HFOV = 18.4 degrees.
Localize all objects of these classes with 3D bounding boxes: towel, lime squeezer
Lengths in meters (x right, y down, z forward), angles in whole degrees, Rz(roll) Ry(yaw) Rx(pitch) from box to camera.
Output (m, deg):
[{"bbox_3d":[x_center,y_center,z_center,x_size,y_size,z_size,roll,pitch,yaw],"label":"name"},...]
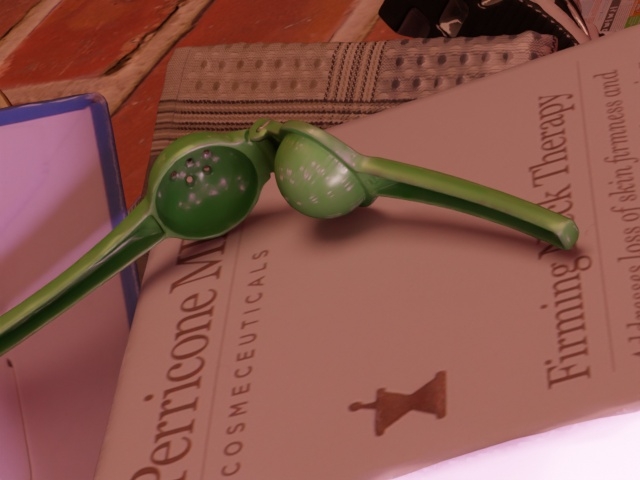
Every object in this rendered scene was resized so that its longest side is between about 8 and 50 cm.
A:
[{"bbox_3d":[0.000,0.000,1.410,0.324,0.056,0.312,2,73,31],"label":"towel"},{"bbox_3d":[-0.028,-0.016,0.929,0.310,0.059,0.110,-11,30,22],"label":"lime squeezer"}]

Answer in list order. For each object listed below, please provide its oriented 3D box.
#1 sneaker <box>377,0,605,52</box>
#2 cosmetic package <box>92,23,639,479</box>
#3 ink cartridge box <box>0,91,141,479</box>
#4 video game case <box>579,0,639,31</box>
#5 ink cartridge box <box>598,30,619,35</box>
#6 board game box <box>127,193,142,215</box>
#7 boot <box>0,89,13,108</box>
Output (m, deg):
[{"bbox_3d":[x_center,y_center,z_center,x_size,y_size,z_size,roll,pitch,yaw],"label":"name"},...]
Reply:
[{"bbox_3d":[0.171,-0.138,1.507,0.122,0.146,0.330,-54,50,31],"label":"sneaker"},{"bbox_3d":[0.143,0.121,0.969,0.393,0.327,0.329,-18,29,14],"label":"cosmetic package"},{"bbox_3d":[-0.174,0.104,1.171,0.151,0.270,0.395,-8,-13,-9],"label":"ink cartridge box"},{"bbox_3d":[0.286,-0.208,1.746,0.166,0.015,0.119,-8,31,27],"label":"video game case"},{"bbox_3d":[0.191,-0.089,1.559,0.189,0.066,0.232,5,34,47],"label":"ink cartridge box"},{"bbox_3d":[-0.095,-0.017,1.600,0.160,0.047,0.210,-47,22,13],"label":"board game box"},{"bbox_3d":[-0.399,-0.076,1.956,0.203,0.095,0.262,-34,28,-18],"label":"boot"}]
